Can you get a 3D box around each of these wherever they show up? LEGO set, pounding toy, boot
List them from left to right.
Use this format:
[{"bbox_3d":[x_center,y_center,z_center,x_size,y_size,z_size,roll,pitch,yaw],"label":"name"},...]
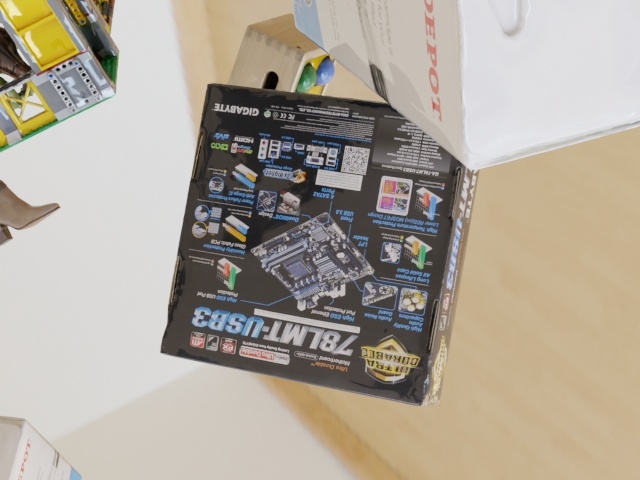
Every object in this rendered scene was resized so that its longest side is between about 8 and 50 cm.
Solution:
[{"bbox_3d":[-0.308,-0.211,1.180,0.331,0.255,0.192,-86,-29,-55],"label":"LEGO set"},{"bbox_3d":[-0.430,-0.051,1.872,0.087,0.118,0.042,60,-178,2],"label":"boot"},{"bbox_3d":[-0.037,-0.184,1.708,0.094,0.206,0.181,28,115,14],"label":"pounding toy"}]

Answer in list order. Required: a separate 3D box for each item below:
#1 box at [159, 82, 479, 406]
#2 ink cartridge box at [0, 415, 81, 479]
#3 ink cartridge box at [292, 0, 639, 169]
[{"bbox_3d":[0.000,0.000,1.387,0.296,0.073,0.293,9,90,21],"label":"box"},{"bbox_3d":[-0.310,0.265,1.307,0.203,0.086,0.148,75,-157,-63],"label":"ink cartridge box"},{"bbox_3d":[0.100,-0.267,1.114,0.395,0.166,0.285,-130,29,-58],"label":"ink cartridge box"}]
